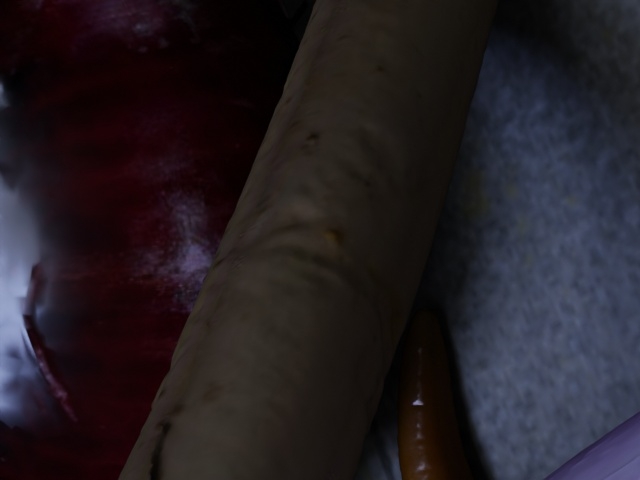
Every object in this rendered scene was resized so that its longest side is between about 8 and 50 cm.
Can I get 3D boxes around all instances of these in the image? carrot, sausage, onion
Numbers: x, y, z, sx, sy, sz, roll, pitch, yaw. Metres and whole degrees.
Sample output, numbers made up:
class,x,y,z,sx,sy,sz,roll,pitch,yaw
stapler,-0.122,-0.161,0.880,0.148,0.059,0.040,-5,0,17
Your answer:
class,x,y,z,sx,sy,sz,roll,pitch,yaw
carrot,0.047,0.095,0.713,0.035,0.035,0.142,-23,76,48
sausage,0.001,-0.002,0.577,0.066,0.066,0.301,-38,26,45
onion,-0.131,-0.003,0.735,0.314,0.232,0.314,21,116,52

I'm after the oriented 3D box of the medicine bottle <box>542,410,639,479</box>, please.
class,x,y,z,sx,sy,sz,roll,pitch,yaw
medicine bottle,0.061,0.203,0.553,0.325,0.256,0.256,-42,67,33
